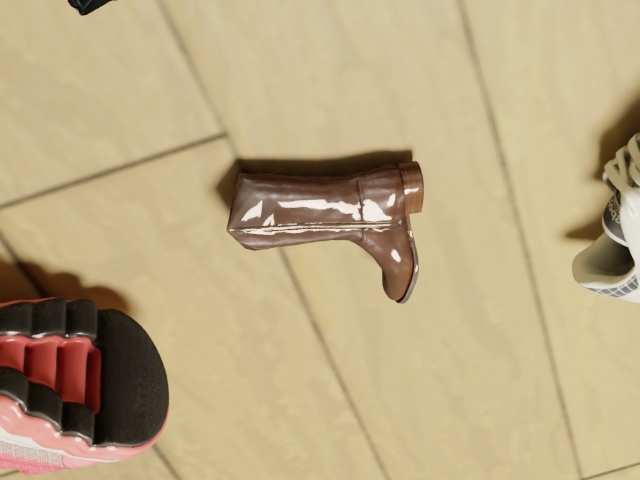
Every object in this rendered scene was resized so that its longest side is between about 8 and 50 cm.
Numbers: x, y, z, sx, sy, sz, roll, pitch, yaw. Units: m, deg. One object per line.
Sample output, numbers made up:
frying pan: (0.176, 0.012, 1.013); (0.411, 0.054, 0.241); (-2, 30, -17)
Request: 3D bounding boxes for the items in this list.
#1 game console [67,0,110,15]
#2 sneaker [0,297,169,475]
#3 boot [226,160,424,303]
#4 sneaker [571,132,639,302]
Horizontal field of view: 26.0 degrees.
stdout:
game console: (-0.012, -0.127, 0.560); (0.085, 0.144, 0.124); (45, 123, -3)
sneaker: (-0.244, 0.077, 0.781); (0.313, 0.116, 0.136); (26, 137, -33)
boot: (0.000, 0.000, 0.811); (0.114, 0.037, 0.106); (-8, 127, -11)
sneaker: (0.216, -0.042, 0.788); (0.094, 0.090, 0.235); (5, 136, -4)
